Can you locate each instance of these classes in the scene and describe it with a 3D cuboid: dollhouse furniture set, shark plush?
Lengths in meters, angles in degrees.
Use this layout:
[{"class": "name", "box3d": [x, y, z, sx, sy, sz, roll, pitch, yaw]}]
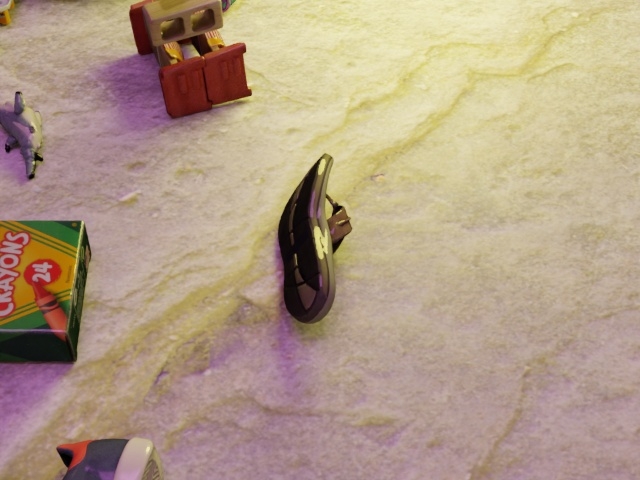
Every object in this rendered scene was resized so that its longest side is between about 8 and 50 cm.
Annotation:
[{"class": "dollhouse furniture set", "box3d": [-0.229, -0.404, 1.601, 0.152, 0.374, 0.201, -20, 55, -13]}, {"class": "shark plush", "box3d": [-0.488, -0.165, 1.611, 0.067, 0.073, 0.161, -25, 74, 2]}]

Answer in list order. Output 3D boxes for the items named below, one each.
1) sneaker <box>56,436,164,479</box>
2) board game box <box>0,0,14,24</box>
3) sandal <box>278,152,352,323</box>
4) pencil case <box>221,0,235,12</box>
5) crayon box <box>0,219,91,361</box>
[{"class": "sneaker", "box3d": [-0.293, 0.379, 1.106, 0.148, 0.131, 0.350, 4, 44, 10]}, {"class": "board game box", "box3d": [-0.749, -0.564, 1.916, 0.390, 0.050, 0.390, 4, 49, 1]}, {"class": "sandal", "box3d": [-0.001, 0.002, 1.455, 0.086, 0.120, 0.302, 19, 47, -24]}, {"class": "pencil case", "box3d": [-0.175, -0.503, 1.885, 0.070, 0.064, 0.151, 27, 52, -1]}, {"class": "crayon box", "box3d": [-0.496, 0.070, 1.374, 0.319, 0.081, 0.202, -1, 50, -3]}]
